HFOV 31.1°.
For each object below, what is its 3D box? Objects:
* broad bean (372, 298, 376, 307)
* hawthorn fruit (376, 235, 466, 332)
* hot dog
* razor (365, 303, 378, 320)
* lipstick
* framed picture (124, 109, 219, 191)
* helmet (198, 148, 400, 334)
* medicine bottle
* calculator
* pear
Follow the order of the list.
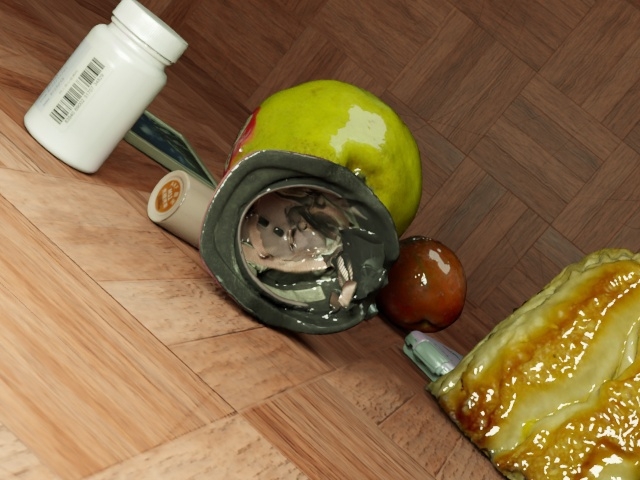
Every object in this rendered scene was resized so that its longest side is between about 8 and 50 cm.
[{"bbox_3d":[0.000,0.000,1.988,0.339,0.061,0.077,43,19,29],"label":"broad bean"},{"bbox_3d":[0.176,0.080,1.993,0.173,0.173,0.173,39,7,-6],"label":"hawthorn fruit"},{"bbox_3d":[0.390,0.194,1.570,0.367,0.365,0.196,45,7,36],"label":"hot dog"},{"bbox_3d":[0.020,0.031,1.856,0.232,0.106,0.068,53,12,24],"label":"razor"},{"bbox_3d":[-0.097,0.002,1.414,0.254,0.070,0.070,34,9,-40],"label":"lipstick"},{"bbox_3d":[-0.260,-0.163,1.818,0.209,0.019,0.281,35,9,-34],"label":"framed picture"},{"bbox_3d":[-0.034,-0.004,1.324,0.253,0.198,0.154,28,0,-23],"label":"helmet"},{"bbox_3d":[-0.240,-0.175,1.296,0.102,0.187,0.103,38,7,-6],"label":"medicine bottle"},{"bbox_3d":[0.221,0.219,1.844,0.141,0.045,0.246,46,8,38],"label":"calculator"},{"bbox_3d":[-0.008,-0.085,1.647,0.287,0.287,0.375,38,-10,-12],"label":"pear"}]
